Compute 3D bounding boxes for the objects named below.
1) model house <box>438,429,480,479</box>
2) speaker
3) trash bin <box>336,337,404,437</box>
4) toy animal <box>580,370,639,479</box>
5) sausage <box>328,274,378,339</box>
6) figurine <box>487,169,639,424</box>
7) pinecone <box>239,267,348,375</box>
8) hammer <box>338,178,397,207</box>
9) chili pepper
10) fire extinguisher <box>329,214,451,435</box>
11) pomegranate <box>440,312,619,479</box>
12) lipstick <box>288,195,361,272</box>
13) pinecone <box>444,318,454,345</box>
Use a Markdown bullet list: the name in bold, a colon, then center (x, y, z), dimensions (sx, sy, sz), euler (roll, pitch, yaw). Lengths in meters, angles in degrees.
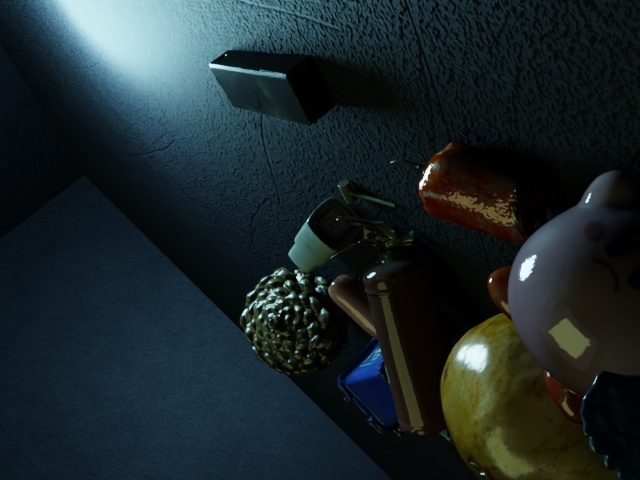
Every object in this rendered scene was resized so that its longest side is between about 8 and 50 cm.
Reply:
- **model house**: center (0.272, 0.301, 1.015), dimensions (0.183, 0.172, 0.166), euler (33, 159, 38)
- **speaker**: center (-0.075, -0.219, 0.902), dimensions (0.218, 0.044, 0.082), euler (25, 152, 50)
- **trash bin**: center (0.158, 0.278, 1.267), dimensions (0.184, 0.162, 0.234), euler (45, 156, 4)
- **toy animal**: center (0.308, 0.159, 0.452), dimensions (0.255, 0.176, 0.239), euler (52, -179, -2)
- **sausage**: center (0.083, 0.131, 1.260), dimensions (0.154, 0.062, 0.062), euler (42, 162, 17)
- **figurine**: center (0.247, 0.049, 0.549), dimensions (0.173, 0.173, 0.173), euler (41, 161, 17)
- **pinecone**: center (-0.057, 0.185, 1.434), dimensions (0.243, 0.243, 0.257), euler (44, 167, 8)
- **hammer**: center (0.070, -0.062, 0.952), dimensions (0.110, 0.019, 0.036), euler (23, 151, 47)
- **chili pepper**: center (0.147, -0.058, 0.681), dimensions (0.192, 0.084, 0.086), euler (26, 137, 38)
- **fire extinguisher**: center (0.109, 0.116, 0.961), dimensions (0.106, 0.147, 0.337), euler (-34, -70, -73)
- **pomegranate**: center (0.260, 0.189, 0.739), dimensions (0.248, 0.248, 0.248), euler (41, 161, 17)
- **lipstick**: center (0.000, 0.000, 1.148), dimensions (0.077, 0.079, 0.253), euler (45, 164, 2)
- **pinecone**: center (0.183, 0.159, 1.084), dimensions (0.077, 0.077, 0.083), euler (51, -174, -12)
